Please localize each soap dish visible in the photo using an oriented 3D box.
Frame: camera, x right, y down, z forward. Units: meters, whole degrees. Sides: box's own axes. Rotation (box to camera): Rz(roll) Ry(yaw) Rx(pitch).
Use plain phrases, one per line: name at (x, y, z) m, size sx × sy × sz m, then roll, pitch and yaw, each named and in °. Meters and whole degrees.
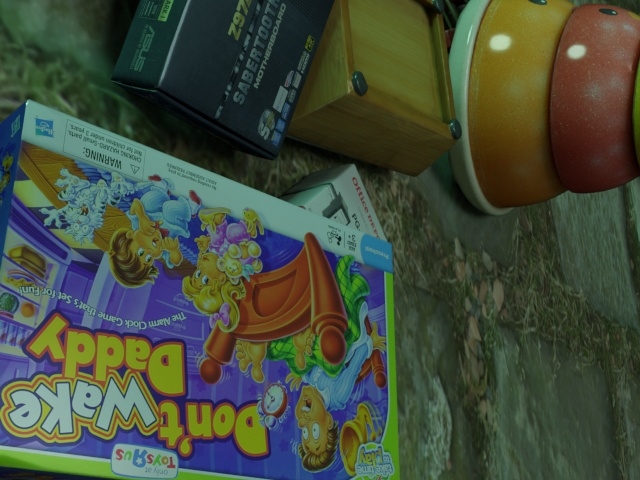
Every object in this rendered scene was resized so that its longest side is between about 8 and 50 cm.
soap dish at (0.045, -0.209, 0.951) m, size 0.291 × 0.118 × 0.228 m, roll 10°, pitch 71°, yaw -55°

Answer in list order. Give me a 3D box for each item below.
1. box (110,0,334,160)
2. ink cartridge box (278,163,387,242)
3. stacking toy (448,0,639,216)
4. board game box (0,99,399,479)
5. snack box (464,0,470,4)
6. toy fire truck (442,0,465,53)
box at (-0.067, -0.208, 0.746) m, size 0.183 × 0.059 × 0.232 m, roll 26°, pitch 83°, yaw -57°
ink cartridge box at (0.000, 0.000, 0.866) m, size 0.150 × 0.063 × 0.109 m, roll -43°, pitch 115°, yaw -51°
stacking toy at (0.441, -0.193, 1.164) m, size 0.351 × 0.480 × 0.350 m, roll -16°, pitch 109°, yaw -57°
board game box at (-0.088, 0.072, 0.631) m, size 0.347 × 0.078 × 0.233 m, roll 20°, pitch 59°, yaw -39°
snack box at (0.240, -0.378, 1.291) m, size 0.178 × 0.022 × 0.064 m, roll 27°, pitch 59°, yaw -55°
toy fire truck at (0.195, -0.350, 1.279) m, size 0.192 × 0.047 × 0.135 m, roll -27°, pitch 103°, yaw -57°
